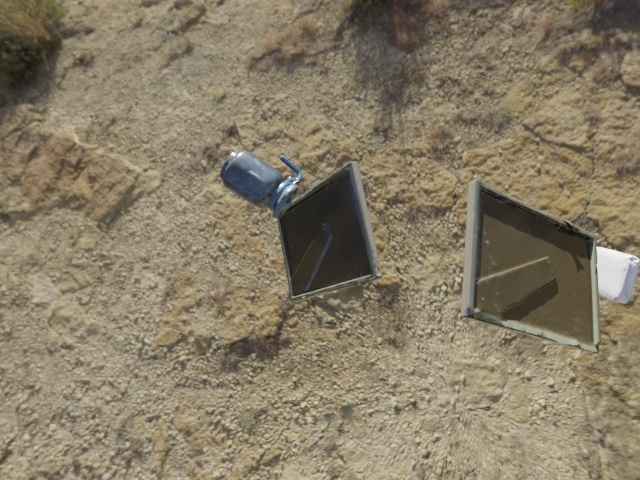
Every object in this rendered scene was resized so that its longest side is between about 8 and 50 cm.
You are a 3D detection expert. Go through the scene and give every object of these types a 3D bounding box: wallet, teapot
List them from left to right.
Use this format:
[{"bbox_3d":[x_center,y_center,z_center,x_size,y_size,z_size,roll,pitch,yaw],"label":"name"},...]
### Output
[{"bbox_3d":[-0.066,-0.068,0.456,0.083,0.049,0.063,33,41,1],"label":"teapot"},{"bbox_3d":[0.570,0.064,0.805,0.033,0.190,0.095,14,97,9],"label":"wallet"}]

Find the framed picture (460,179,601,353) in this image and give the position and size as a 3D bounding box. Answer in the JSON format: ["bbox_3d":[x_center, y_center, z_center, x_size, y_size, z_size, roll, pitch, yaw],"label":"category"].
[{"bbox_3d":[0.328,0.045,0.606,0.281,0.019,0.209,19,70,-20],"label":"framed picture"}]

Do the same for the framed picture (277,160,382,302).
[{"bbox_3d":[0.000,0.000,0.859,0.315,0.024,0.232,-24,73,52],"label":"framed picture"}]
